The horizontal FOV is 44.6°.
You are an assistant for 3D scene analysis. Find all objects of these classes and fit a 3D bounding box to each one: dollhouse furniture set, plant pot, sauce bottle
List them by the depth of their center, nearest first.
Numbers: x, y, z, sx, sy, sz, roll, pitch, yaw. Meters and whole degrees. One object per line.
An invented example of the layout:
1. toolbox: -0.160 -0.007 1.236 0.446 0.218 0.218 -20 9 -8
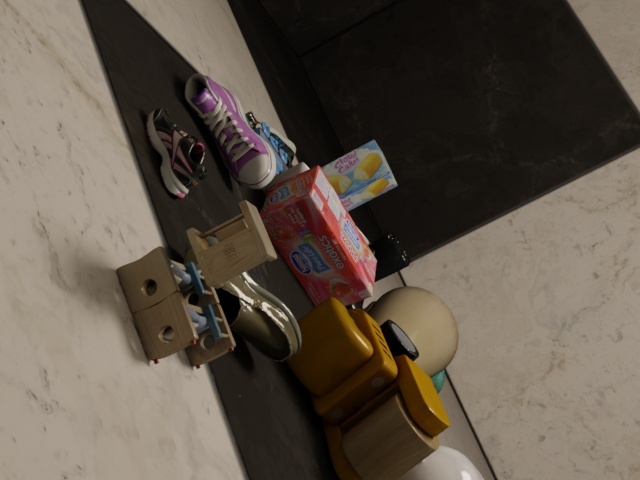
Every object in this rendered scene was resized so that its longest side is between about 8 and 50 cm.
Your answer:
1. dollhouse furniture set: -0.126 0.061 0.972 0.129 0.183 0.129 66 10 17
2. plant pot: 0.192 0.271 1.971 0.256 0.256 0.274 63 25 2
3. sauce bottle: -0.164 -0.289 2.109 0.128 0.042 0.042 60 10 -24

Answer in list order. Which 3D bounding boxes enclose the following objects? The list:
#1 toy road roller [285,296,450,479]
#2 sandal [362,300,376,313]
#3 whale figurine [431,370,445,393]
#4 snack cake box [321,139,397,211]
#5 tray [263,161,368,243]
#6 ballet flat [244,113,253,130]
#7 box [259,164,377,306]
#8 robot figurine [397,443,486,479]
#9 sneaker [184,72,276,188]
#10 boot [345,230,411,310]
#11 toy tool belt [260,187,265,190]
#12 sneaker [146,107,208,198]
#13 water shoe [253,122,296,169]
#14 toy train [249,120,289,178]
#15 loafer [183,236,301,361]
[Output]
1. toy road roller: 0.058 0.254 1.401 0.240 0.202 0.329 42 14 -31
2. sandal: 0.147 0.238 2.285 0.090 0.060 0.219 57 24 2
3. whale figurine: 0.261 0.327 2.207 0.216 0.141 0.272 25 -41 66
4. snack cake box: 0.097 -0.192 2.528 0.089 0.264 0.152 45 20 -58
5. tray: -0.016 -0.057 1.899 0.270 0.145 0.030 49 35 -20
6. ballet flat: -0.182 -0.216 1.764 0.232 0.080 0.073 60 -31 37
7. box: 0.000 0.000 1.816 0.300 0.142 0.154 57 24 -25
8. robot figurine: 0.256 0.546 1.590 0.353 0.199 0.300 54 17 -43
9. sneaker: -0.205 -0.234 1.635 0.282 0.102 0.161 56 10 28
10. boot: 0.129 0.087 1.988 0.094 0.207 0.246 57 12 -32
11. toy tool belt: -0.139 -0.158 1.848 0.052 0.051 0.083 24 22 -16
12. sneaker: -0.232 -0.153 1.310 0.178 0.077 0.072 67 10 26
13. water shoe: -0.133 -0.243 2.043 0.203 0.073 0.080 23 69 -50
14. toy train: -0.140 -0.212 1.946 0.105 0.080 0.184 -95 159 -43
15. loafer: -0.127 0.107 1.183 0.251 0.094 0.087 48 40 -23
